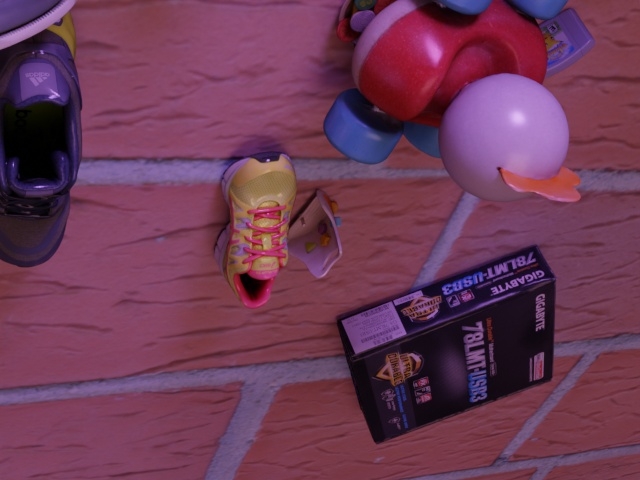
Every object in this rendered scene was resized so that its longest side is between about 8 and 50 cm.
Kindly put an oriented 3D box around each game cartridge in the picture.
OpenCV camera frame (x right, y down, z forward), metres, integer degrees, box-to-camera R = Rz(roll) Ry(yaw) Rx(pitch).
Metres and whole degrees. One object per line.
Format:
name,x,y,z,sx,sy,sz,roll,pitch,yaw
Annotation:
game cartridge,0.232,-0.194,1.054,0.083,0.056,0.017,-29,151,10

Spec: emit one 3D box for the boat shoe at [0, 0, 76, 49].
boat shoe,-0.329,-0.194,0.718,0.319,0.116,0.099,-4,145,-15

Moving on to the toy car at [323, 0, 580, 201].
toy car,0.162,-0.113,0.942,0.210,0.238,0.219,-8,143,-43

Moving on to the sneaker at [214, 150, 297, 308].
sneaker,-0.061,-0.007,1.115,0.081,0.094,0.208,-7,141,-17

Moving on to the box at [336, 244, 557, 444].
box,0.187,0.158,1.480,0.293,0.073,0.295,-18,145,-3

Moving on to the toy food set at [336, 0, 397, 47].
toy food set,0.055,-0.210,0.973,0.083,0.020,0.083,-9,143,-17

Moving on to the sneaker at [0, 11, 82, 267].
sneaker,-0.262,-0.067,0.910,0.111,0.121,0.300,-7,142,-19

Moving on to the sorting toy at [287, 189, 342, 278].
sorting toy,0.000,0.000,1.171,0.045,0.075,0.083,11,133,-37
